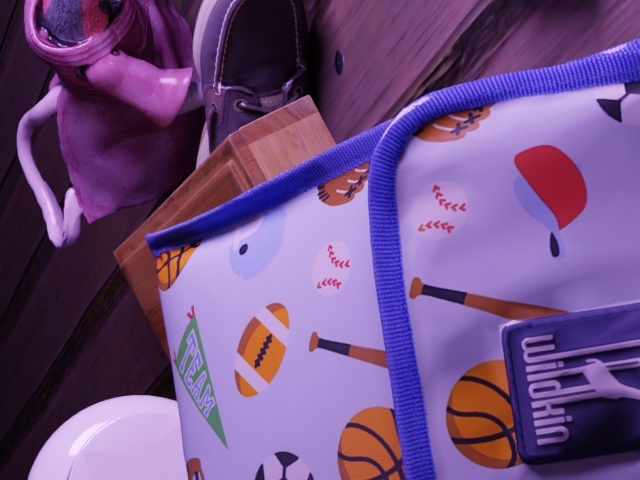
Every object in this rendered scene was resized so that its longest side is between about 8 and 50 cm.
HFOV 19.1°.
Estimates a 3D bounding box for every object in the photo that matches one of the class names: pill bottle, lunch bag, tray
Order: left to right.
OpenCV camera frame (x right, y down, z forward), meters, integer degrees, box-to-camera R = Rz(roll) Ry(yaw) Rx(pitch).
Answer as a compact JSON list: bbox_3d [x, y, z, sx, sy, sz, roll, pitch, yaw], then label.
[{"bbox_3d":[-0.154,0.230,1.543,0.323,0.181,0.181,123,139,-70],"label":"pill bottle"},{"bbox_3d":[-0.048,0.046,1.463,0.203,0.076,0.411,62,159,2],"label":"tray"},{"bbox_3d":[0.101,0.099,0.992,0.385,0.239,0.328,-20,72,43],"label":"lunch bag"}]

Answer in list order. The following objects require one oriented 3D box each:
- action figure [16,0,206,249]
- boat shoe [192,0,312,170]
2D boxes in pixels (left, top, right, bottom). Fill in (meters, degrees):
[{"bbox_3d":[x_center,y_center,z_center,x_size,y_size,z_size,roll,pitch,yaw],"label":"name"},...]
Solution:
[{"bbox_3d":[-0.207,-0.181,1.704,0.248,0.276,0.370,61,-179,15],"label":"action figure"},{"bbox_3d":[-0.049,-0.103,1.569,0.285,0.103,0.092,100,150,-44],"label":"boat shoe"}]
